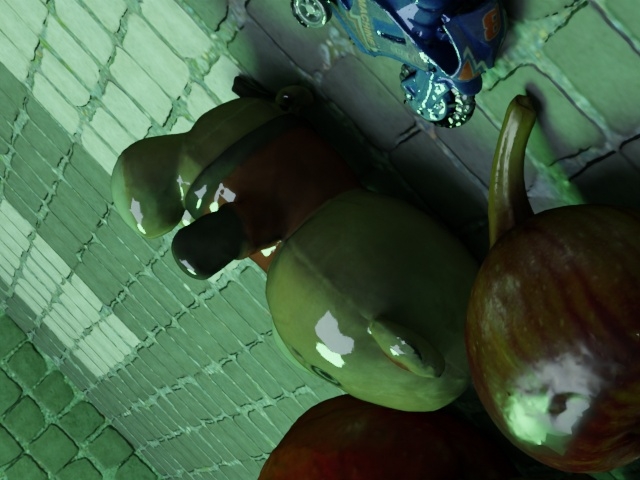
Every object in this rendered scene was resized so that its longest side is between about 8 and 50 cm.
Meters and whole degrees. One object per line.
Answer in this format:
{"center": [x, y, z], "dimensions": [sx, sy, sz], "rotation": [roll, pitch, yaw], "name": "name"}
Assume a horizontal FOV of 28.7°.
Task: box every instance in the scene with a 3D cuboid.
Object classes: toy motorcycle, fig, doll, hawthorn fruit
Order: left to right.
{"center": [0.000, 0.000, 1.002], "dimensions": [0.330, 0.174, 0.235], "rotation": [42, -172, 16], "name": "doll"}
{"center": [0.046, -0.157, 0.759], "dimensions": [0.205, 0.076, 0.114], "rotation": [54, 148, -14], "name": "toy motorcycle"}
{"center": [0.082, 0.275, 1.219], "dimensions": [0.265, 0.265, 0.307], "rotation": [50, 139, -11], "name": "hawthorn fruit"}
{"center": [0.158, 0.037, 0.801], "dimensions": [0.207, 0.175, 0.175], "rotation": [50, 163, 31], "name": "fig"}

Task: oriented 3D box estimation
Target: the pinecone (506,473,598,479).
{"center": [0.201, 0.403, 0.984], "dimensions": [0.397, 0.398, 0.398], "rotation": [38, 157, 19], "name": "pinecone"}
